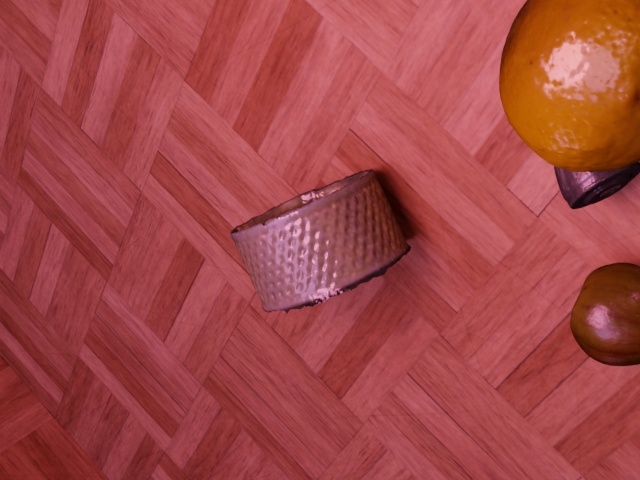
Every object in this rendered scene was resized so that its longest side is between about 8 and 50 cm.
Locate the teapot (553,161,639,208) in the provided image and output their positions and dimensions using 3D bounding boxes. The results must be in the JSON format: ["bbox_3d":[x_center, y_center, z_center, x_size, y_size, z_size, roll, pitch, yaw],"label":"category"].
[{"bbox_3d":[0.370,-0.119,1.423,0.108,0.111,0.149,62,146,15],"label":"teapot"}]

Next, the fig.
[{"bbox_3d":[0.441,0.121,1.478,0.186,0.142,0.148,34,162,41],"label":"fig"}]

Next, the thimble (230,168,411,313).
[{"bbox_3d":[0.000,0.000,1.733,0.271,0.271,0.150,-17,100,48],"label":"thimble"}]

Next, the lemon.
[{"bbox_3d":[0.346,-0.218,1.275,0.260,0.260,0.284,45,112,13],"label":"lemon"}]
